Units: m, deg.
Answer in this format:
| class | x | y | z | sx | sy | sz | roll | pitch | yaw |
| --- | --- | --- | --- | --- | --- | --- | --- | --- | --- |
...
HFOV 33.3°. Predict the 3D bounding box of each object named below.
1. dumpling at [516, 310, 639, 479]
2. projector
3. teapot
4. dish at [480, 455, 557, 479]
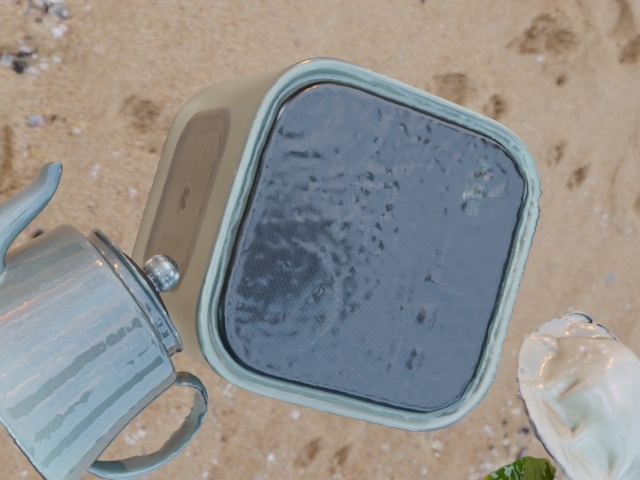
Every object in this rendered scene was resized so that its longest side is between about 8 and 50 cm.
| class | x | y | z | sx | sy | sz | roll | pitch | yaw |
| --- | --- | --- | --- | --- | --- | --- | --- | --- | --- |
| dumpling | 0.306 | 0.196 | 1.229 | 0.173 | 0.247 | 0.142 | -7 | 153 | -27 |
| projector | 0.000 | 0.000 | 0.889 | 0.249 | 0.249 | 0.248 | 17 | 87 | -21 |
| teapot | -0.152 | 0.064 | 0.701 | 0.149 | 0.162 | 0.239 | -37 | 123 | -18 |
| dish | 0.216 | 0.304 | 1.252 | 0.137 | 0.091 | 0.039 | -25 | 101 | -5 |
